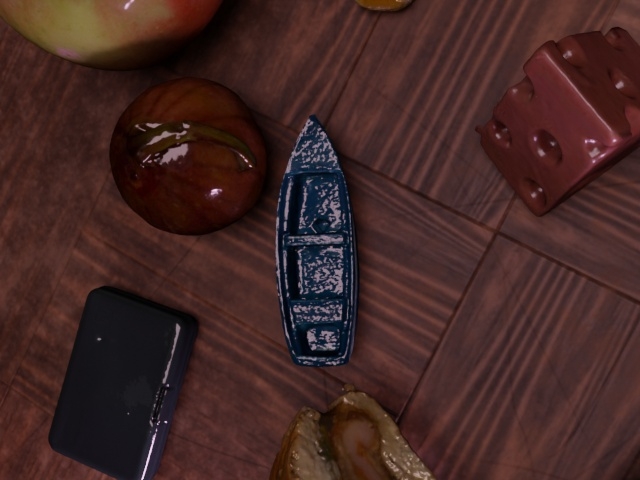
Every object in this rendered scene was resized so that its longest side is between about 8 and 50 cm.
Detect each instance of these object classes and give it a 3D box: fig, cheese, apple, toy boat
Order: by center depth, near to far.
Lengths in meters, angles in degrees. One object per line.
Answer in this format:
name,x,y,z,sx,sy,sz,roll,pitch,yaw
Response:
cheese,0.288,-0.147,0.810,0.177,0.203,0.128,-32,76,-16
apple,-0.249,-0.363,0.916,0.319,0.277,0.319,1,94,8
fig,-0.159,-0.103,0.919,0.205,0.205,0.205,-1,88,17
toy boat,0.000,0.000,0.933,0.096,0.061,0.299,-2,88,17

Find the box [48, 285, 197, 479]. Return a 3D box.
box,-0.261,0.187,1.011,0.160,0.050,0.230,17,93,17

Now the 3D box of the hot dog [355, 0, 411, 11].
hot dog,0.077,-0.399,0.919,0.084,0.073,0.243,2,89,12

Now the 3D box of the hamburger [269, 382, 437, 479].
hamburger,0.051,0.349,0.831,0.162,0.209,0.330,-23,66,-29
